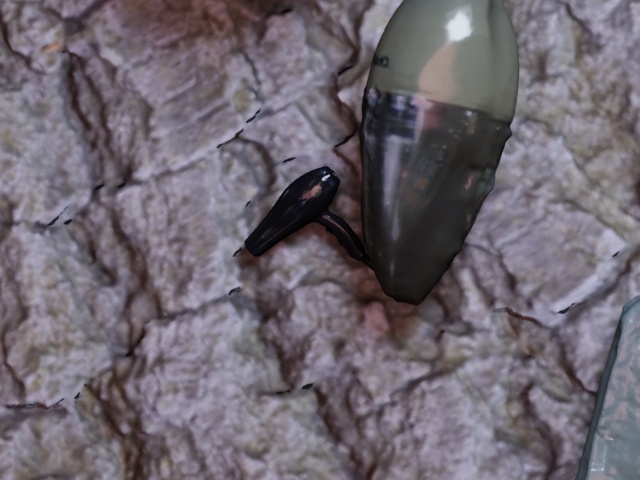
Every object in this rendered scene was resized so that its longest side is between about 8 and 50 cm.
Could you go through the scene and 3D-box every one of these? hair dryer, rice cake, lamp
[{"bbox_3d":[0.000,0.000,1.056,0.083,0.031,0.079,45,105,-3],"label":"hair dryer"},{"bbox_3d":[0.183,0.192,1.009,0.063,0.066,0.336,17,90,7],"label":"rice cake"},{"bbox_3d":[0.074,-0.081,1.010,0.101,0.101,0.250,14,95,7],"label":"lamp"}]
